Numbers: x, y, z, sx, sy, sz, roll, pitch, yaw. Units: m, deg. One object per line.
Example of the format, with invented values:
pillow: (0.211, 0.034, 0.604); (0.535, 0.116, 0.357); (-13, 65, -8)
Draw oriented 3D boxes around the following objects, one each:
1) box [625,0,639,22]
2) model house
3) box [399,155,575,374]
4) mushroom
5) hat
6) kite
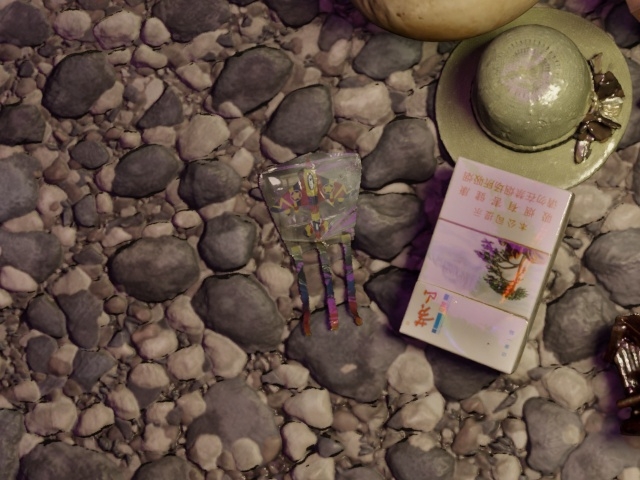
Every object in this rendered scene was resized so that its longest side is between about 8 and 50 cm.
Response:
box: (0.403, -0.354, 1.605); (0.086, 0.215, 0.215); (-24, 74, 22)
model house: (0.430, 0.134, 1.533); (0.203, 0.141, 0.164); (-11, 86, 13)
box: (0.205, 0.030, 1.628); (0.149, 0.067, 0.233); (19, 93, 19)
mushroom: (0.149, -0.400, 1.626); (0.292, 0.290, 0.292); (-8, 47, 9)
hat: (0.259, -0.190, 1.648); (0.257, 0.130, 0.257); (-3, 78, 12)
kite: (0.000, 0.000, 1.727); (0.141, 0.015, 0.245); (-13, 74, 13)
